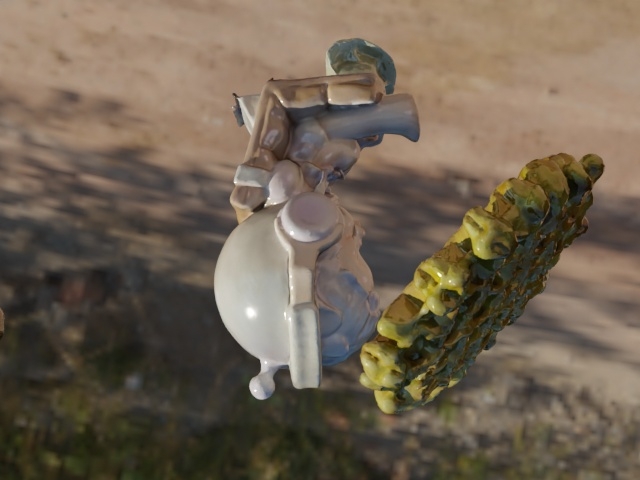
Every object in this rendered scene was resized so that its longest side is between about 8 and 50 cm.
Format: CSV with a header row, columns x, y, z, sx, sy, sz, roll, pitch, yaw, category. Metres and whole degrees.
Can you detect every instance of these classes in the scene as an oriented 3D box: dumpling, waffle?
x,y,z,sx,sy,sz,roll,pitch,yaw,category
0.035,-0.144,1.496,0.057,0.076,0.052,-32,-176,-22,dumpling
0.090,0.026,0.955,0.038,0.191,0.191,41,173,16,waffle

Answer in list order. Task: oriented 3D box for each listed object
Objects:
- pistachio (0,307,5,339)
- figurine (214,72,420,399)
x,y,z,sx,sy,sz,roll,pitch,yaw,category
-0.384,0.072,1.540,0.206,0.131,0.129,12,-176,20,pistachio
-0.004,0.000,1.223,0.141,0.236,0.162,4,159,2,figurine
